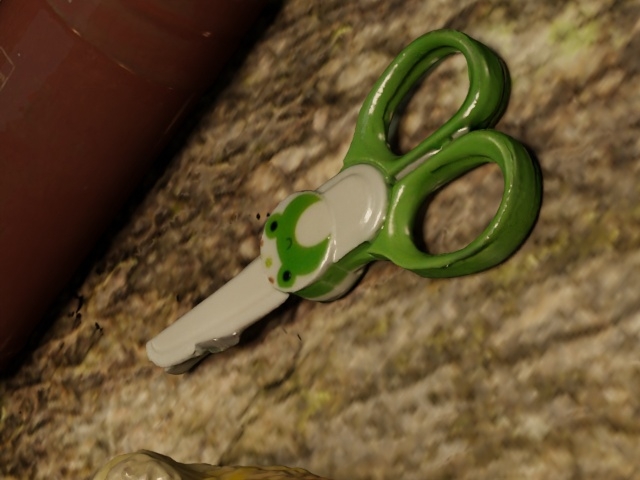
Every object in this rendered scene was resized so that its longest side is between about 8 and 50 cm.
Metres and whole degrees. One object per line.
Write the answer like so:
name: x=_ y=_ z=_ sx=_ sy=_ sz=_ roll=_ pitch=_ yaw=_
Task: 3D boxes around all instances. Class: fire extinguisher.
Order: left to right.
fire extinguisher: x=-0.158 y=-0.019 z=0.815 sx=0.344 sy=0.102 sz=0.138 roll=-52 pitch=11 yaw=22

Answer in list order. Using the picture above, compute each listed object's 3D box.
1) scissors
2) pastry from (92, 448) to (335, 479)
scissors: x=0.000 y=0.000 z=0.676 sx=0.204 sy=0.027 sz=0.101 roll=-34 pitch=51 yaw=32
pastry: x=0.022 y=0.120 z=0.533 sx=0.258 sy=0.121 sz=0.089 roll=-1 pitch=69 yaw=48
